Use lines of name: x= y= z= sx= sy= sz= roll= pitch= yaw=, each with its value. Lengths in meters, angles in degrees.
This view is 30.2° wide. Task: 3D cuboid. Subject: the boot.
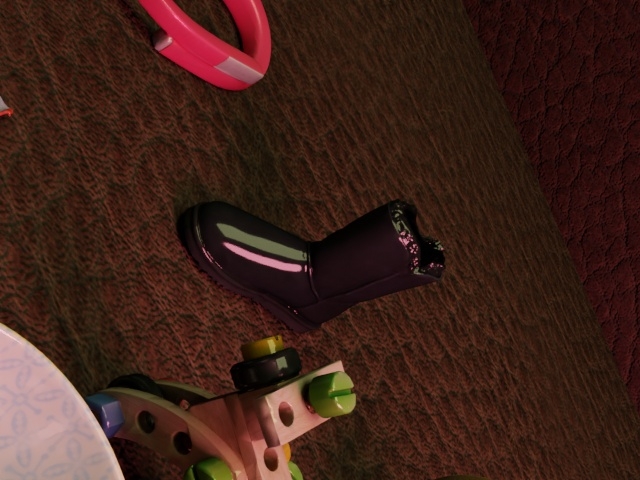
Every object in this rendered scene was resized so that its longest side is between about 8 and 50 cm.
boot: x=0.000 y=0.000 z=1.304 sx=0.246 sy=0.207 sz=0.094 roll=40 pitch=35 yaw=-40

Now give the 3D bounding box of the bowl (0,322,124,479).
bowl: x=-0.259 y=0.194 z=0.703 sx=0.289 sy=0.156 sz=0.289 roll=44 pitch=32 yaw=-37

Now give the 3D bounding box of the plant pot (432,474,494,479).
plant pot: x=0.116 y=0.400 z=1.179 sx=0.254 sy=0.237 sz=0.237 roll=-32 pitch=96 yaw=-50

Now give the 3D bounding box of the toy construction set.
toy construction set: x=-0.035 y=0.214 z=1.012 sx=0.309 sy=0.237 sz=0.257 roll=29 pitch=42 yaw=-51

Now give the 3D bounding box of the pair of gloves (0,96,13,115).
pair of gloves: x=-0.344 y=-0.158 z=1.013 sx=0.159 sy=0.023 sz=0.198 roll=60 pitch=25 yaw=-8

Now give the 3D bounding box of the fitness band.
fitness band: x=-0.155 y=-0.298 z=1.468 sx=0.291 sy=0.054 sz=0.209 roll=26 pitch=43 yaw=-54
